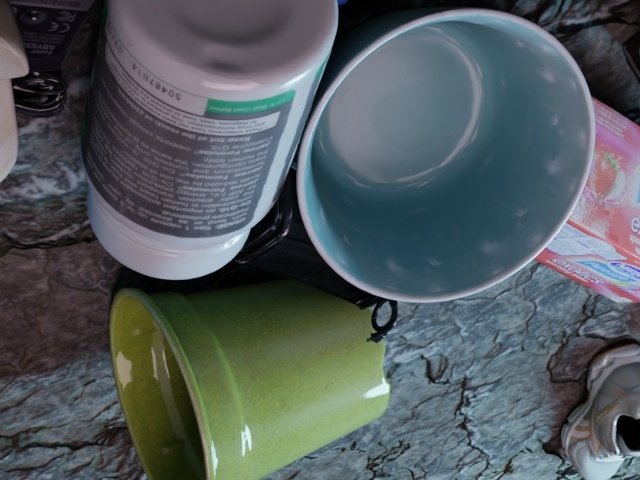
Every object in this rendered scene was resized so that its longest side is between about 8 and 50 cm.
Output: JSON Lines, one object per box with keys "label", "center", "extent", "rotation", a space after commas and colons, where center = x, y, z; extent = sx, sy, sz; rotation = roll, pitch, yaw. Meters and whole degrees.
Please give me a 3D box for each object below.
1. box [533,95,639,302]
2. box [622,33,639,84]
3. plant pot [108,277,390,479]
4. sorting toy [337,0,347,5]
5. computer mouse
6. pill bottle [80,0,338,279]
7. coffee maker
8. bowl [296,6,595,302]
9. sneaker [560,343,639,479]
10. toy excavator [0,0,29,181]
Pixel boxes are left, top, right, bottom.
{"label": "box", "center": [0.316, -0.039, 2.000], "extent": [0.300, 0.142, 0.154], "rotation": [25, 163, -40]}
{"label": "box", "center": [0.542, -0.231, 1.931], "extent": [0.381, 0.143, 0.191], "rotation": [-37, 137, 16]}
{"label": "plant pot", "center": [-0.071, 0.152, 2.036], "extent": [0.253, 0.276, 0.276], "rotation": [-17, 142, -23]}
{"label": "sorting toy", "center": [-0.083, -0.318, 1.608], "extent": [0.196, 0.047, 0.347], "rotation": [-25, 140, 36]}
{"label": "computer mouse", "center": [-0.284, -0.218, 1.656], "extent": [0.188, 0.072, 0.272], "rotation": [6, 146, -31]}
{"label": "pill bottle", "center": [-0.117, -0.122, 1.687], "extent": [0.204, 0.204, 0.361], "rotation": [-5, 150, -17]}
{"label": "coffee maker", "center": [0.000, 0.000, 1.932], "extent": [0.178, 0.171, 0.120], "rotation": [18, 121, -38]}
{"label": "bowl", "center": [0.104, -0.111, 1.821], "extent": [0.311, 0.163, 0.312], "rotation": [-8, 117, -15]}
{"label": "sneaker", "center": [0.397, 0.263, 2.436], "extent": [0.099, 0.121, 0.262], "rotation": [-9, 139, -12]}
{"label": "toy excavator", "center": [-0.401, -0.012, 1.715], "extent": [0.445, 0.222, 0.433], "rotation": [-29, 141, 7]}
